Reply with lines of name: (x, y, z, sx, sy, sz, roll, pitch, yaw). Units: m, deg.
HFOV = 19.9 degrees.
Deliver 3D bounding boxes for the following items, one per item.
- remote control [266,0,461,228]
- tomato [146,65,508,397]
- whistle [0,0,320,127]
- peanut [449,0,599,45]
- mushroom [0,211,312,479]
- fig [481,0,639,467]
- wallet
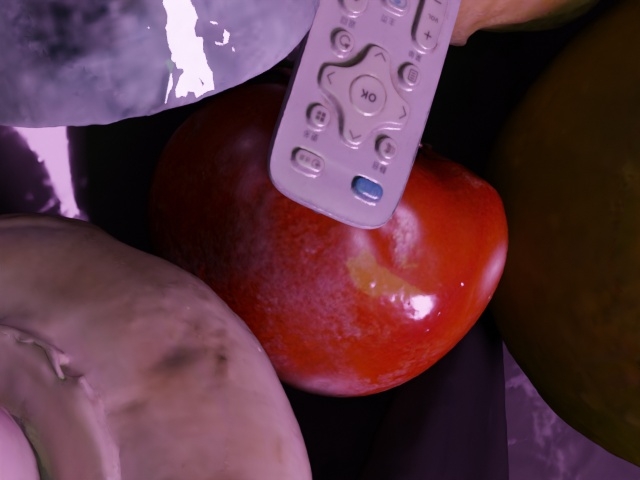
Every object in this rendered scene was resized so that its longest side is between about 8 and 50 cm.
remote control: (0.027, -0.117, 0.884, 0.073, 0.044, 0.229, 24, 73, -26)
tomato: (0.000, 0.000, 0.944, 0.187, 0.187, 0.151, 31, 94, -34)
whistle: (-0.175, -0.159, 0.811, 0.404, 0.188, 0.168, -5, 121, 7)
peanut: (0.141, -0.192, 0.995, 0.263, 0.101, 0.117, -35, 137, -17)
mushroom: (-0.173, 0.151, 0.808, 0.356, 0.315, 0.315, -46, 134, -53)
fig: (0.251, 0.011, 1.004, 0.316, 0.316, 0.316, -11, 114, -26)
wallet: (0.048, 0.171, 0.963, 0.051, 0.377, 0.197, 4, 115, 15)
